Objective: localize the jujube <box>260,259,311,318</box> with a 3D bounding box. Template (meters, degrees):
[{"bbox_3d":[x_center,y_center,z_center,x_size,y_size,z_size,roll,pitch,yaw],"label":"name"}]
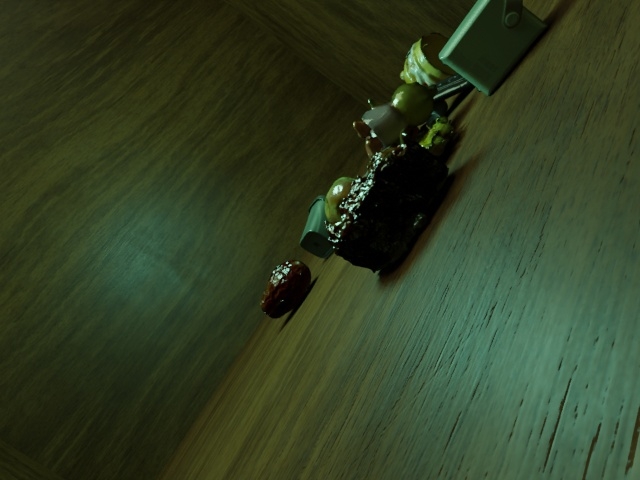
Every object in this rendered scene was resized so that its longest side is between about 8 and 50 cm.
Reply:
[{"bbox_3d":[-0.164,0.224,1.924,0.290,0.197,0.197,-53,5,5],"label":"jujube"}]

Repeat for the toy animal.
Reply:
[{"bbox_3d":[0.255,-0.412,1.345,0.281,0.195,0.169,-37,17,5],"label":"toy animal"}]

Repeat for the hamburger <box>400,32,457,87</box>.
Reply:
[{"bbox_3d":[0.500,-0.778,1.888,0.276,0.276,0.237,-58,7,-31],"label":"hamburger"}]

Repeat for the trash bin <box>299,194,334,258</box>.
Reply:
[{"bbox_3d":[0.021,-0.065,2.060,0.219,0.219,0.250,-53,12,51],"label":"trash bin"}]

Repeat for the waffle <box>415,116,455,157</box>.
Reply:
[{"bbox_3d":[0.266,-0.219,1.272,0.382,0.095,0.380,-51,3,24],"label":"waffle"}]

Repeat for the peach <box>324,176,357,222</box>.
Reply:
[{"bbox_3d":[0.121,-0.146,1.727,0.214,0.214,0.236,-66,-5,-68],"label":"peach"}]

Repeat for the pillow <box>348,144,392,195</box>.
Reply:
[{"bbox_3d":[0.164,-0.210,1.379,0.135,0.049,0.248,-53,2,-34],"label":"pillow"}]

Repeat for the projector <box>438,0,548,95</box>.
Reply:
[{"bbox_3d":[0.456,-0.539,1.090,0.243,0.177,0.163,-54,7,30],"label":"projector"}]

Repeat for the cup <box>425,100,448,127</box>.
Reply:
[{"bbox_3d":[0.433,-0.465,1.554,0.104,0.074,0.116,94,-164,-48],"label":"cup"}]

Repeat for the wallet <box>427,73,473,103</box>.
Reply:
[{"bbox_3d":[0.459,-0.556,1.492,0.229,0.049,0.182,-14,29,41],"label":"wallet"}]

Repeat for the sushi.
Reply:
[{"bbox_3d":[0.161,-0.095,0.959,0.343,0.181,0.196,-59,12,-9],"label":"sushi"}]

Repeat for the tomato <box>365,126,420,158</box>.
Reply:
[{"bbox_3d":[0.273,-0.366,1.523,0.208,0.208,0.185,-64,-6,-63],"label":"tomato"}]
